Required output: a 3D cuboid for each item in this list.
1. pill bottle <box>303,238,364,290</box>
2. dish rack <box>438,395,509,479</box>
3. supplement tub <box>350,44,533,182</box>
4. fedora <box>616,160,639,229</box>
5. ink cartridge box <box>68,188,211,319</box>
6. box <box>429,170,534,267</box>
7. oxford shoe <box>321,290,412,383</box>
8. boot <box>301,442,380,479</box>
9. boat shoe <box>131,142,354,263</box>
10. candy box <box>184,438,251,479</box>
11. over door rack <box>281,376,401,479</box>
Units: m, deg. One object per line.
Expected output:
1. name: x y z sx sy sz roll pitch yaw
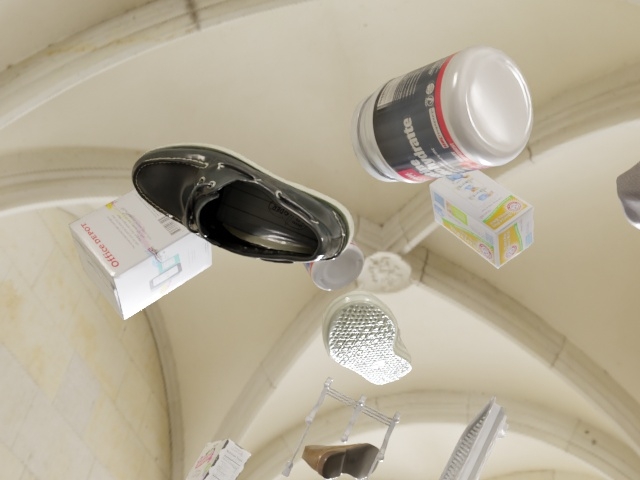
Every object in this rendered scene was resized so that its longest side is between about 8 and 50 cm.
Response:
1. pill bottle: 0.000 0.000 1.545 0.124 0.221 0.124 -13 -51 -17
2. dish rack: 0.354 0.563 1.684 0.072 0.333 0.285 29 -35 12
3. supplement tub: 0.197 -0.201 1.164 0.191 0.191 0.272 38 -24 -26
4. fedora: 0.771 -0.109 1.595 0.124 0.243 0.275 -16 -24 41
5. ink cartridge box: -0.437 0.014 1.701 0.198 0.270 0.197 44 -29 23
6. box: 0.335 -0.056 1.436 0.103 0.203 0.114 -34 -43 -13
7. oxford shoe: 0.099 0.206 1.561 0.169 0.130 0.449 -24 -31 8
8. boot: 0.067 0.643 2.059 0.115 0.112 0.305 13 -4 43
9. boat shoe: -0.128 -0.043 0.956 0.340 0.113 0.127 23 -66 9
10. candy box: -0.261 0.561 1.581 0.070 0.196 0.165 38 -31 -10
11. over door rack: 0.055 0.580 1.925 0.239 0.108 0.324 25 -85 10
